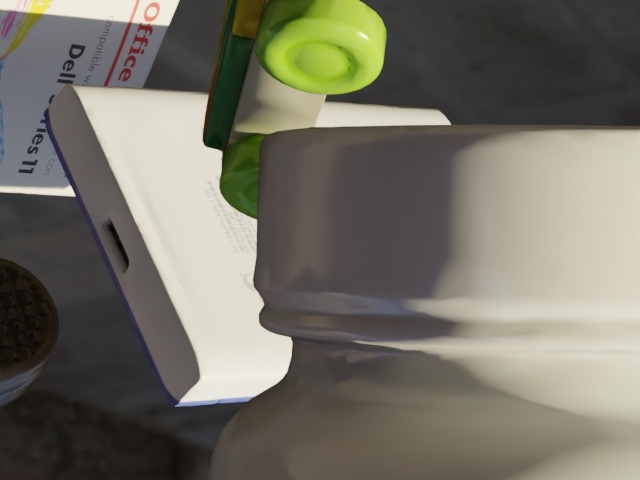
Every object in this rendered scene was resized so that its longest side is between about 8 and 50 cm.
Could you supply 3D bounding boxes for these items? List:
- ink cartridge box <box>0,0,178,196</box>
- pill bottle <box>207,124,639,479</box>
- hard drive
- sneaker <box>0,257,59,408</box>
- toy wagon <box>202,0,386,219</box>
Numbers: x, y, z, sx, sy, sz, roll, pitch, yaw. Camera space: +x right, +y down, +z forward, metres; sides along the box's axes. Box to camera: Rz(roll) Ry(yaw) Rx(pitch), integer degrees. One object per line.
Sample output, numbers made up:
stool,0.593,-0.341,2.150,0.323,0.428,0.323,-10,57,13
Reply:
ink cartridge box,-0.233,-0.148,1.389,0.353,0.119,0.207,2,120,-45
pill bottle,0.072,0.160,0.642,0.224,0.392,0.224,0,-178,0
hard drive,0.000,0.000,1.213,0.319,0.210,0.040,0,144,-44
sneaker,-0.179,0.047,0.612,0.188,0.066,0.071,-1,153,-27
toy wagon,0.006,-0.181,0.900,0.068,0.267,0.344,11,151,-5
